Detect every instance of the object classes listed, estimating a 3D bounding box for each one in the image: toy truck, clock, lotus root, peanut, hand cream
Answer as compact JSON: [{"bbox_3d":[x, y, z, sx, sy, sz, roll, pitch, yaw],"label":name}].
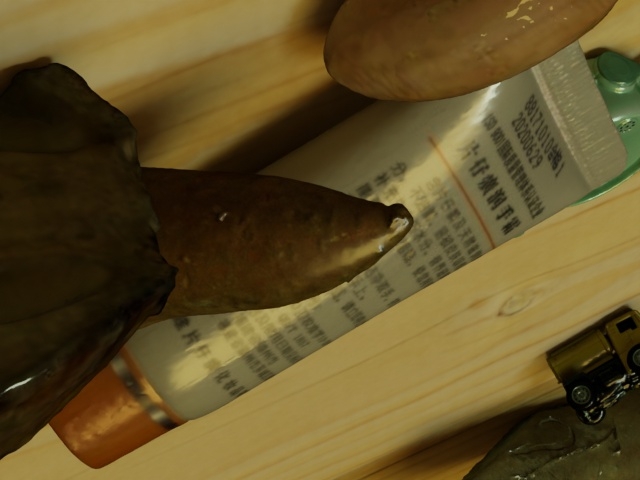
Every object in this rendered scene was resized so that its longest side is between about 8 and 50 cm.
[{"bbox_3d":[0.209,0.088,1.242,0.083,0.054,0.049,-31,153,5],"label":"toy truck"},{"bbox_3d":[0.147,-0.059,0.943,0.135,0.041,0.101,-26,153,-4],"label":"clock"},{"bbox_3d":[-0.216,0.045,0.657,0.314,0.210,0.142,-5,136,-15],"label":"lotus root"},{"bbox_3d":[0.070,-0.106,0.756,0.152,0.076,0.076,-25,155,20],"label":"peanut"},{"bbox_3d":[0.000,0.000,0.850,0.314,0.089,0.140,-27,139,4],"label":"hand cream"}]

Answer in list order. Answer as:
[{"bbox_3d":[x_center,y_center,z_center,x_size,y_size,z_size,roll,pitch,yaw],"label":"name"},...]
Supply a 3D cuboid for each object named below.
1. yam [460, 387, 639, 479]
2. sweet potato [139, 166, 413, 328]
[{"bbox_3d":[0.182,0.180,1.326,0.259,0.106,0.106,-10,148,-30],"label":"yam"},{"bbox_3d":[-0.127,0.033,0.780,0.346,0.108,0.079,-28,123,8],"label":"sweet potato"}]
